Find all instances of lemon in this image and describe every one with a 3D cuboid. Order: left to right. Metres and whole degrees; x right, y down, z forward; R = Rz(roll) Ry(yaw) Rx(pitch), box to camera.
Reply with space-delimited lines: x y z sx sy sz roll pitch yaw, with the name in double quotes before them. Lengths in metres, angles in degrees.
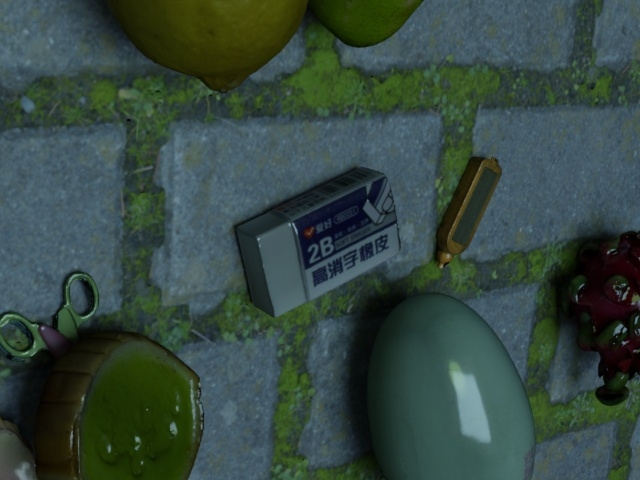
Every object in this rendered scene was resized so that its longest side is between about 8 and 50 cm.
"lemon" -0.120 -0.299 1.186 0.236 0.236 0.263 -14 143 -34

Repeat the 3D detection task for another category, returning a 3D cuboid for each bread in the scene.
"bread" -0.226 0.214 1.316 0.236 0.070 0.236 9 79 -58

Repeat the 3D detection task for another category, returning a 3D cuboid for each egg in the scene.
"egg" 0.179 0.244 1.602 0.230 0.230 0.371 -29 117 -27

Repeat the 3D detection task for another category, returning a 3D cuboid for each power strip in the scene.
"power strip" 0.209 -0.041 1.660 0.049 0.028 0.178 26 88 -41

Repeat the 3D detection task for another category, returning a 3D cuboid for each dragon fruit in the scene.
"dragon fruit" 0.500 0.122 1.836 0.273 0.198 0.218 64 33 -19

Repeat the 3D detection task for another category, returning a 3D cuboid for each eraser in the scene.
"eraser" 0.000 0.000 1.484 0.210 0.068 0.125 -27 122 -28

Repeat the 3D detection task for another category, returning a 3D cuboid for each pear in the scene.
"pear" 0.048 -0.335 1.335 0.187 0.187 0.220 -21 140 -31

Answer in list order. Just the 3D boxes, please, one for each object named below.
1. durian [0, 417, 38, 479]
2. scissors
"durian" -0.400 0.276 1.218 0.195 0.185 0.305 -25 130 1
"scissors" -0.291 0.138 1.333 0.133 0.020 0.187 -33 121 -21
